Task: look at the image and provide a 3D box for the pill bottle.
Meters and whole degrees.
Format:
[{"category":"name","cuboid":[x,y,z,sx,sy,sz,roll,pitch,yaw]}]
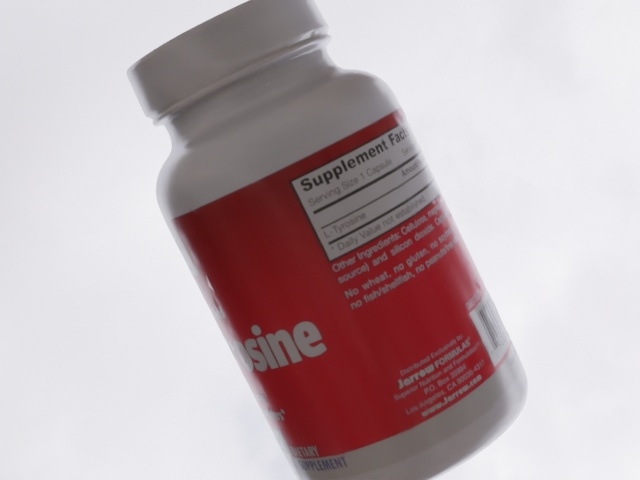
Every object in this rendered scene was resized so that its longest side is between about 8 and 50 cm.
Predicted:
[{"category":"pill bottle","cuboid":[0.000,0.000,0.837,0.229,0.229,0.407,-24,-83,16]}]
